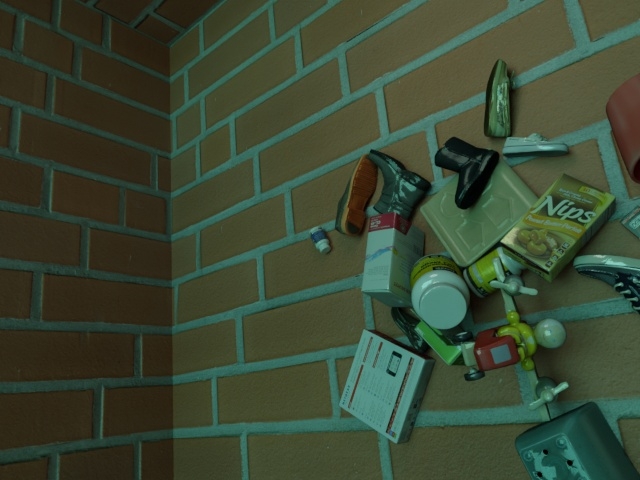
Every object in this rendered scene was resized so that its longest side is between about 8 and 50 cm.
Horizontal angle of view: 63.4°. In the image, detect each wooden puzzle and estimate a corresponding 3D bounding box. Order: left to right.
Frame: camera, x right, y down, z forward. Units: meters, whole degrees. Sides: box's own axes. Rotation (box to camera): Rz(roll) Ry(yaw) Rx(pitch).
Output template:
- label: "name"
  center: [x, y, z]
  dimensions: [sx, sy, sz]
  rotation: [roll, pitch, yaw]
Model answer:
- label: "wooden puzzle"
  center: [0.571, -0.116, 1.869]
  dimensions: [0.348, 0.080, 0.322]
  rotation: [-43, 50, 21]

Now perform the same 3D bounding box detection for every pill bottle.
- label: "pill bottle"
  center: [0.000, 0.000, 2.364]
  dimensions: [0.067, 0.067, 0.120]
  rotation: [-45, 55, 25]
- label: "pill bottle"
  center: [0.397, 0.170, 1.739]
  dimensions: [0.187, 0.334, 0.188]
  rotation: [2, 102, 7]
- label: "pill bottle"
  center: [0.606, 0.096, 1.772]
  dimensions: [0.208, 0.119, 0.119]
  rotation: [-40, 57, 29]

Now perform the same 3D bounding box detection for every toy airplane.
- label: "toy airplane"
  center: [0.610, 0.293, 1.557]
  dimensions: [0.272, 0.386, 0.384]
  rotation: [-23, 35, 44]

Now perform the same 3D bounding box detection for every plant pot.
- label: "plant pot"
  center: [0.704, 0.632, 1.479]
  dimensions: [0.247, 0.252, 0.248]
  rotation: [-40, 57, 29]
- label: "plant pot"
  center: [0.964, -0.337, 1.475]
  dimensions: [0.275, 0.275, 0.243]
  rotation: [-35, 51, 31]

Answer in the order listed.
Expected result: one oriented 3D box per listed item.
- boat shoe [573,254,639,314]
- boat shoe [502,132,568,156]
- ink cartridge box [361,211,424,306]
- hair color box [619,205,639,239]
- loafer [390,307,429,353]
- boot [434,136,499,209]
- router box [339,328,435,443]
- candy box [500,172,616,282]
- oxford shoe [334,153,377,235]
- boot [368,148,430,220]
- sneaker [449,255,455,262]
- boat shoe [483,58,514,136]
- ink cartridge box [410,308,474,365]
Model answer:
- label: "boat shoe"
  center: [0.901, 0.140, 1.494]
  dimensions: [0.340, 0.127, 0.158]
  rotation: [7, 78, 41]
- label: "boat shoe"
  center: [0.733, -0.333, 1.779]
  dimensions: [0.226, 0.083, 0.076]
  rotation: [7, 86, 43]
- label: "ink cartridge box"
  center: [0.278, 0.078, 1.961]
  dimensions: [0.131, 0.226, 0.306]
  rotation: [-6, 64, 39]
- label: "hair color box"
  center: [0.969, -0.030, 1.532]
  dimensions: [0.072, 0.043, 0.141]
  rotation: [-50, 53, 21]
- label: "loafer"
  center: [0.353, 0.329, 1.983]
  dimensions: [0.078, 0.080, 0.220]
  rotation: [-43, 56, 11]
- label: "boot"
  center: [0.495, -0.246, 1.866]
  dimensions: [0.207, 0.094, 0.246]
  rotation: [29, 86, 42]
- label: "router box"
  center: [0.251, 0.554, 2.010]
  dimensions: [0.301, 0.082, 0.336]
  rotation: [22, 95, 42]
- label: "candy box"
  center: [0.743, -0.045, 1.628]
  dimensions: [0.316, 0.087, 0.183]
  rotation: [-46, 51, -5]
- label: "oxford shoe"
  center: [0.139, -0.204, 2.252]
  dimensions: [0.132, 0.130, 0.364]
  rotation: [11, 81, 57]
- label: "boot"
  center: [0.273, -0.221, 2.142]
  dimensions: [0.338, 0.118, 0.223]
  rotation: [45, 114, 39]
- label: "sneaker"
  center: [0.487, 0.119, 1.932]
  dimensions: [0.057, 0.047, 0.119]
  rotation: [155, 115, -64]
- label: "boat shoe"
  center: [0.656, -0.516, 1.892]
  dimensions: [0.089, 0.104, 0.285]
  rotation: [7, 90, 4]
- label: "ink cartridge box"
  center: [0.410, 0.335, 1.801]
  dimensions: [0.189, 0.255, 0.097]
  rotation: [48, 112, 38]
